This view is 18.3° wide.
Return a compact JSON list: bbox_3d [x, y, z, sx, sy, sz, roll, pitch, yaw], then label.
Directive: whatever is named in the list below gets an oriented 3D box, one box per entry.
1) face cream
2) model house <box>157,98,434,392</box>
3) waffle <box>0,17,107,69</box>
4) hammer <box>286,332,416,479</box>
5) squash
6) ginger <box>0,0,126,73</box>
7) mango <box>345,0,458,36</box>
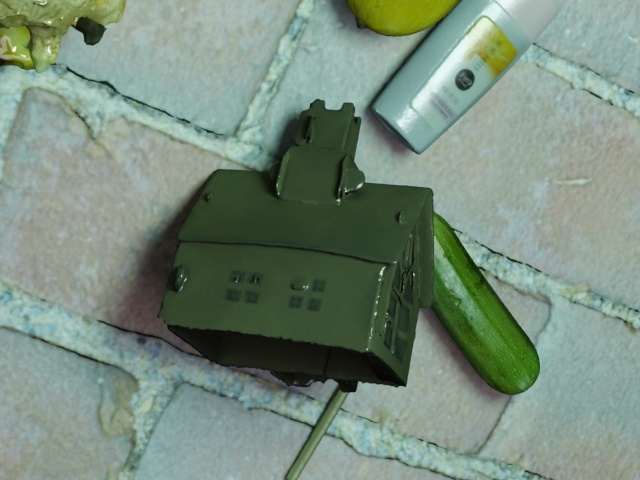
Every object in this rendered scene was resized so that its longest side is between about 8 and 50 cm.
[{"bbox_3d":[0.137,-0.173,1.864,0.198,0.057,0.084,-47,119,-2],"label":"face cream"},{"bbox_3d":[0.000,0.000,1.813,0.204,0.211,0.243,52,47,-66],"label":"model house"},{"bbox_3d":[-0.324,-0.321,1.607,0.380,0.095,0.382,8,106,-25],"label":"waffle"},{"bbox_3d":[0.025,0.159,1.950,0.060,0.028,0.195,26,99,-34],"label":"hammer"},{"bbox_3d":[0.146,0.065,1.943,0.066,0.066,0.229,-38,115,-7],"label":"squash"},{"bbox_3d":[-0.212,-0.239,1.580,0.157,0.102,0.216,-5,113,-45],"label":"ginger"},{"bbox_3d":[0.077,-0.302,1.781,0.137,0.091,0.237,-7,105,-22],"label":"mango"}]
